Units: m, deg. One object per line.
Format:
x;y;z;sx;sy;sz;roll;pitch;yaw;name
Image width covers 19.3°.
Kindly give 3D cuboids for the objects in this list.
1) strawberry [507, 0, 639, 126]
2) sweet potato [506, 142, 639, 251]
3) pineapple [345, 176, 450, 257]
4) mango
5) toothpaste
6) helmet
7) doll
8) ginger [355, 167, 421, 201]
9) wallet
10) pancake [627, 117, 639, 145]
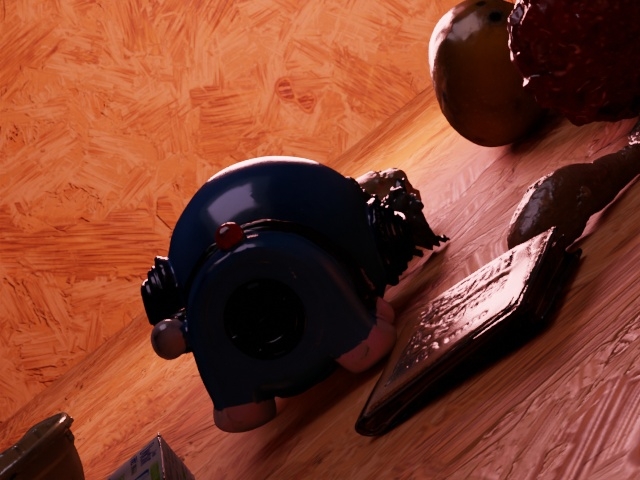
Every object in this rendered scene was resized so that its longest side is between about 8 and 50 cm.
0.311;-0.240;1.919;0.220;0.274;0.274;15;38;25;strawberry
0.226;-0.043;1.673;0.226;0.068;0.068;-42;7;-30;sweet potato
0.000;0.000;2.117;0.278;0.158;0.158;-16;11;11;pineapple
0.226;-0.213;2.396;0.176;0.175;0.329;-53;-11;10;mango
-0.156;0.252;1.755;0.081;0.067;0.336;-40;6;-3;toothpaste
-0.352;0.314;2.088;0.257;0.137;0.204;-31;7;11;helmet
-0.044;0.041;1.903;0.284;0.240;0.310;-14;10;7;doll
0.016;0.014;2.286;0.263;0.116;0.109;-47;-31;-24;ginger
0.120;0.072;1.561;0.195;0.042;0.161;-35;8;30;wallet
0.369;-0.149;1.789;0.199;0.021;0.199;-38;6;5;pancake
